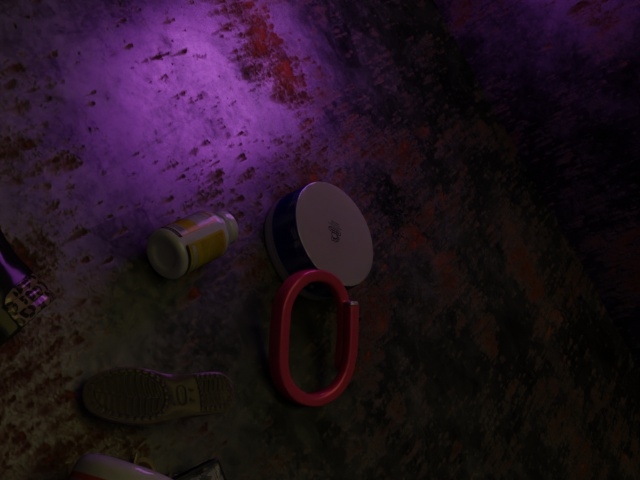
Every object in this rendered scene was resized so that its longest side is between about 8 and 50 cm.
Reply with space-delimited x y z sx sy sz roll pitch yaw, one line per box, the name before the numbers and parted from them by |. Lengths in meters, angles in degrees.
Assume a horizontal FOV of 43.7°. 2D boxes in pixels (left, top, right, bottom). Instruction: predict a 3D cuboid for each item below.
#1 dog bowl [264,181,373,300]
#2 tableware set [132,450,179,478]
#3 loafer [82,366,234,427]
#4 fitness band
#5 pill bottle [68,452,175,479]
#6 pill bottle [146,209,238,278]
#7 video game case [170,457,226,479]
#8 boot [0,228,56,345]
dog bowl | 0.000 0.000 1.862 0.265 0.104 0.264 26 52 -38
tableware set | -0.286 0.447 1.357 0.169 0.020 0.141 39 45 -29
loafer | -0.286 0.280 1.397 0.269 0.092 0.101 8 61 -29
fitness band | -0.012 0.206 1.698 0.209 0.054 0.290 4 87 -38
pill bottle | -0.322 0.483 1.137 0.181 0.181 0.322 35 61 -32
pill bottle | -0.247 0.001 1.580 0.184 0.103 0.103 -29 93 -52
video game case | -0.229 0.540 1.326 0.248 0.035 0.274 -16 84 -43
boot | -0.581 0.064 1.147 0.284 0.138 0.377 55 34 -11
